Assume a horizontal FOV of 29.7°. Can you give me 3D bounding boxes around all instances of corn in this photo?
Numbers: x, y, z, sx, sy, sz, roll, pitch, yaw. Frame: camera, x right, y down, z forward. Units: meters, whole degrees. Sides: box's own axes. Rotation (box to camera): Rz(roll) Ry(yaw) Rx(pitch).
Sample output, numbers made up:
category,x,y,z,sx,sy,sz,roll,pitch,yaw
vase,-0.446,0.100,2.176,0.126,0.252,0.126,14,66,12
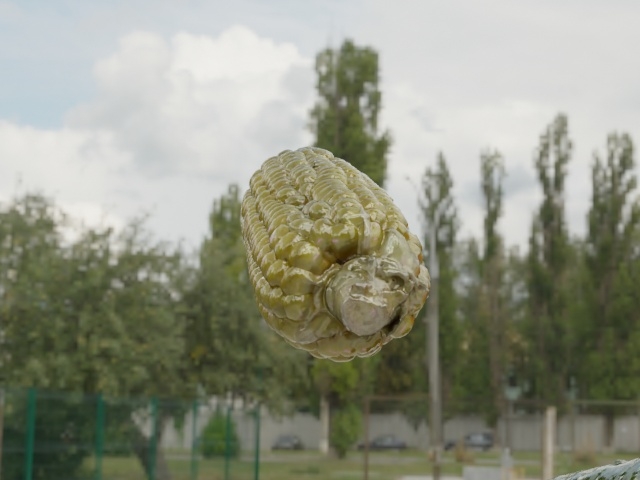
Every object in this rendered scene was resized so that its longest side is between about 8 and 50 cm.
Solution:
category,x,y,z,sx,sy,sz,roll,pitch,yaw
corn,0.000,0.000,0.951,0.130,0.130,0.347,3,15,-11

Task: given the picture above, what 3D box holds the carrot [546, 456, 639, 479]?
category,x,y,z,sx,sy,sz,roll,pitch,yaw
carrot,0.174,0.100,0.468,0.074,0.074,0.358,6,-25,-25
